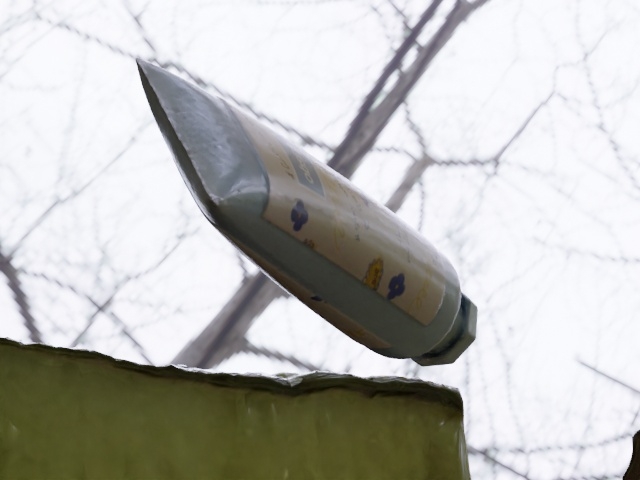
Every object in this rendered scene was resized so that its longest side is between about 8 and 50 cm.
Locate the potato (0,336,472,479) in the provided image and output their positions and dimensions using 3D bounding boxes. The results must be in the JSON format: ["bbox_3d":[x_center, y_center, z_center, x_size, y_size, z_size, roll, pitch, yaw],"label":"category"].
[{"bbox_3d":[-0.100,0.200,0.851,0.213,0.330,0.280,-17,-110,52],"label":"potato"}]

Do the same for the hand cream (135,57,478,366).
[{"bbox_3d":[0.000,0.000,0.552,0.043,0.171,0.065,-41,-128,12],"label":"hand cream"}]

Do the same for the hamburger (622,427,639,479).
[{"bbox_3d":[0.179,0.137,0.397,0.303,0.186,0.261,41,-60,-10],"label":"hamburger"}]
